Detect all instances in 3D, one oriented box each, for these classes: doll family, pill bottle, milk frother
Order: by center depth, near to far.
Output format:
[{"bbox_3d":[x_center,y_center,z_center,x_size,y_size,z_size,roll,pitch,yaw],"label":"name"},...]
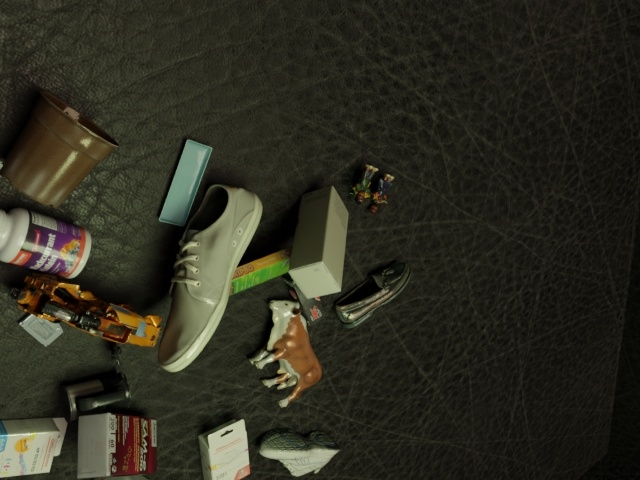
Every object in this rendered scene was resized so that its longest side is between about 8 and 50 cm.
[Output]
[{"bbox_3d":[-0.553,0.000,1.264,0.193,0.108,0.108,22,94,-42],"label":"pill bottle"},{"bbox_3d":[-0.501,0.313,1.466,0.135,0.129,0.143,-8,71,-37],"label":"milk frother"},{"bbox_3d":[0.141,-0.134,1.792,0.193,0.076,0.111,17,93,-45],"label":"doll family"}]

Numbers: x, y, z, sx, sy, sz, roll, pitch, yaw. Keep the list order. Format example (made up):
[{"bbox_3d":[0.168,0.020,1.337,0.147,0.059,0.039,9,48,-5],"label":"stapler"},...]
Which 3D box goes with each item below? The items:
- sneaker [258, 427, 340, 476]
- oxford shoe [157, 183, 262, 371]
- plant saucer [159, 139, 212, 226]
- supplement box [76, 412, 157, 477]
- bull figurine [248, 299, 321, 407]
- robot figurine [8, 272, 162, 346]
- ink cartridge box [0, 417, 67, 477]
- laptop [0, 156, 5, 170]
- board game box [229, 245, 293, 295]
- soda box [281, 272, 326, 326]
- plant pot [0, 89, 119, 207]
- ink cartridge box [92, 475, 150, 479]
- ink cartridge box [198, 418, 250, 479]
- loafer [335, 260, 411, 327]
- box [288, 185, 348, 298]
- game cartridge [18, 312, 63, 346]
[{"bbox_3d":[-0.069,0.636,1.942,0.297,0.111,0.129,23,100,-41],"label":"sneaker"},{"bbox_3d":[-0.267,0.065,1.449,0.130,0.169,0.449,37,64,-39],"label":"oxford shoe"},{"bbox_3d":[-0.303,-0.128,1.472,0.067,0.018,0.192,15,98,-42],"label":"plant saucer"},{"bbox_3d":[-0.447,0.458,1.470,0.239,0.073,0.130,58,25,-69],"label":"supplement box"},{"bbox_3d":[-0.091,0.303,1.779,0.188,0.101,0.310,-36,126,-17],"label":"bull figurine"},{"bbox_3d":[-0.476,0.141,1.337,0.291,0.211,0.085,33,73,-49],"label":"robot figurine"},{"bbox_3d":[-0.635,0.445,1.424,0.181,0.062,0.104,9,104,-41],"label":"ink cartridge box"},{"bbox_3d":[-0.751,0.018,1.036,0.382,0.408,0.236,3,73,-40],"label":"laptop"},{"bbox_3d":[-0.171,0.085,1.613,0.259,0.039,0.124,-24,166,-31],"label":"board game box"},{"bbox_3d":[-0.042,0.151,1.781,0.060,0.053,0.168,-37,129,-21],"label":"soda box"},{"bbox_3d":[-0.492,-0.161,1.218,0.165,0.167,0.167,-52,132,1],"label":"plant pot"},{"bbox_3d":[-0.446,0.697,1.548,0.198,0.270,0.197,-48,133,-12],"label":"ink cartridge box"},{"bbox_3d":[-0.260,0.564,1.777,0.115,0.067,0.198,-19,121,-33],"label":"ink cartridge box"},{"bbox_3d":[0.155,0.143,1.914,0.267,0.096,0.084,-40,123,-16],"label":"loafer"},{"bbox_3d":[0.000,0.000,1.614,0.113,0.094,0.275,58,27,-36],"label":"box"},{"bbox_3d":[-0.583,0.179,1.382,0.056,0.017,0.083,-41,130,-13],"label":"game cartridge"}]
